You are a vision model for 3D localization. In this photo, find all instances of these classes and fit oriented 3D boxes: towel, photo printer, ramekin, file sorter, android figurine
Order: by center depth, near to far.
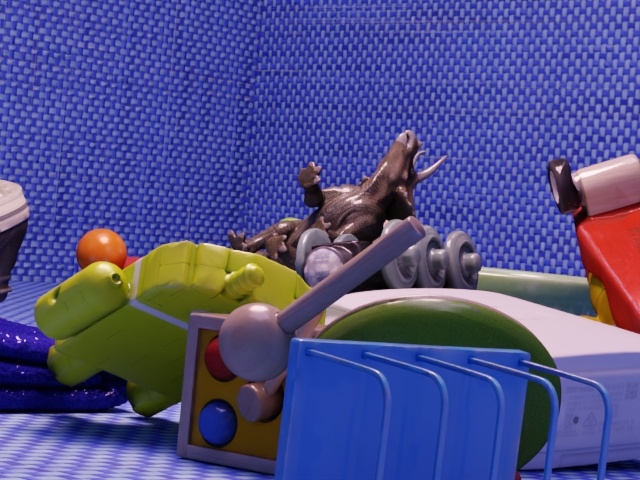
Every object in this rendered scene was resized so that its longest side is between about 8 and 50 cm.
[{"bbox_3d":[0.073,0.127,1.117,0.170,0.118,0.104,5,3,-31],"label":"file sorter"},{"bbox_3d":[-0.107,0.079,1.581,0.248,0.056,0.273,27,-35,-31],"label":"android figurine"},{"bbox_3d":[0.149,0.115,1.710,0.256,0.107,0.307,0,10,-38],"label":"photo printer"},{"bbox_3d":[-0.339,0.092,1.757,0.227,0.076,0.308,4,6,-45],"label":"towel"},{"bbox_3d":[0.237,0.114,2.415,0.303,0.148,0.303,5,1,0],"label":"ramekin"}]

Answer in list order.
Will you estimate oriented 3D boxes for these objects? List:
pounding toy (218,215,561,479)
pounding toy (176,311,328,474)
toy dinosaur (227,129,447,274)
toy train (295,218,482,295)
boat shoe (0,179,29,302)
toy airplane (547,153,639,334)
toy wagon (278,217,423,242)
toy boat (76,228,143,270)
[{"bbox_3d":[0.056,0.121,1.262,0.183,0.110,0.237,-26,-54,26],"label":"pounding toy"},{"bbox_3d":[-0.036,0.106,1.413,0.141,0.130,0.100,6,1,35],"label":"pounding toy"},{"bbox_3d":[0.000,0.000,2.180,0.313,0.121,0.160,-40,-36,23],"label":"toy dinosaur"},{"bbox_3d":[0.076,0.082,2.025,0.142,0.190,0.334,-5,-6,26],"label":"toy train"},{"bbox_3d":[-0.481,0.054,2.015,0.186,0.156,0.500,11,18,23],"label":"boat shoe"},{"bbox_3d":[0.355,0.099,1.952,0.386,0.272,0.384,16,44,33],"label":"toy airplane"},{"bbox_3d":[-0.028,0.073,2.276,0.344,0.068,0.267,-36,29,-29],"label":"toy wagon"},{"bbox_3d":[-0.236,0.054,2.233,0.151,0.151,0.231,-35,17,-21],"label":"toy boat"}]
